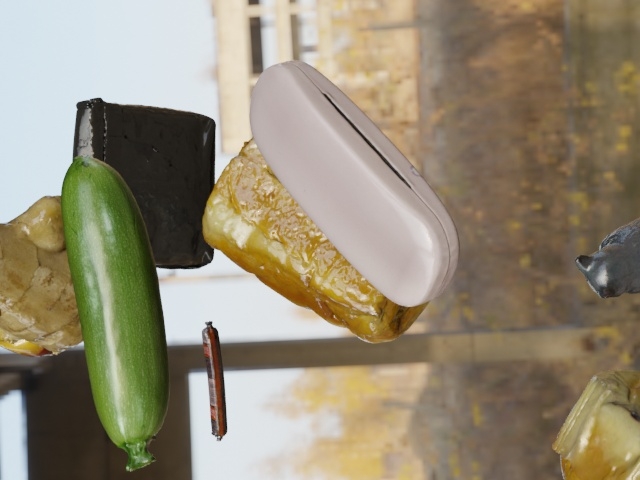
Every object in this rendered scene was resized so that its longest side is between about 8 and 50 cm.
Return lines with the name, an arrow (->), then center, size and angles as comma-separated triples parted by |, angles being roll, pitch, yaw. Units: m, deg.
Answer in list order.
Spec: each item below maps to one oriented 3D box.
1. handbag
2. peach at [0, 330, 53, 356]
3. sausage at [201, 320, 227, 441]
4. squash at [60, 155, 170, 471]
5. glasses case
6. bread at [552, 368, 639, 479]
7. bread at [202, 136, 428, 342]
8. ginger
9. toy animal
handbag -> -0.258, -0.083, 2.169 | 0.080, 0.223, 0.246 | -8, 79, 55
peach -> -0.588, 0.102, 2.749 | 0.267, 0.159, 0.154 | 57, -174, -24
sausage -> -0.149, 0.200, 2.071 | 0.025, 0.028, 0.198 | -42, -45, -52
squash -> -0.247, 0.085, 1.805 | 0.107, 0.107, 0.394 | 27, -126, -86
glasses case -> 0.028, -0.059, 1.445 | 0.297, 0.075, 0.113 | 49, 139, 26
bread -> 0.464, 0.329, 1.946 | 0.388, 0.236, 0.183 | 56, 132, 56
bread -> 0.000, 0.000, 1.791 | 0.166, 0.294, 0.132 | -60, -24, -2
ginger -> -0.461, 0.030, 2.229 | 0.375, 0.236, 0.166 | 39, -164, -52
toy animal -> 0.378, 0.008, 1.627 | 0.121, 0.210, 0.117 | 49, 130, 18
